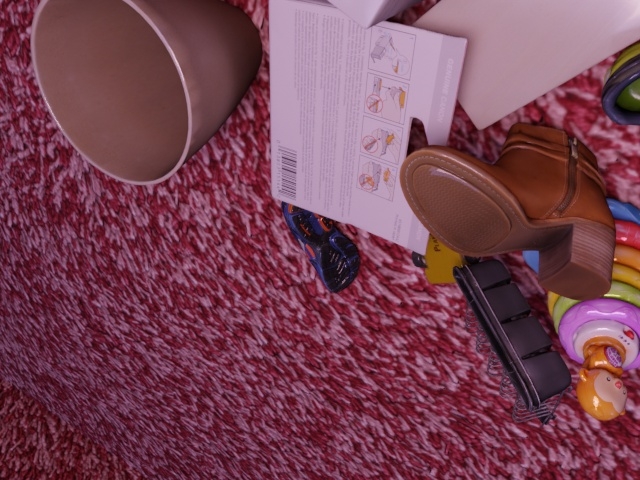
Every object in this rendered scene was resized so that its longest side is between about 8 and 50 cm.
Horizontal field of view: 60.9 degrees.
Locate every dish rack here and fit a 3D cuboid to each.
[{"bbox_3d":[0.272,0.163,0.790,0.074,0.208,0.271,-22,146,2],"label":"dish rack"}]

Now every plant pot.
[{"bbox_3d":[-0.209,-0.252,0.786,0.256,0.274,0.256,14,125,21],"label":"plant pot"}]

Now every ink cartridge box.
[{"bbox_3d":[0.053,-0.153,0.719,0.261,0.066,0.296,23,132,23],"label":"ink cartridge box"}]

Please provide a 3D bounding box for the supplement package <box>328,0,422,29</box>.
[{"bbox_3d":[0.076,-0.342,0.582,0.139,0.244,0.134,39,130,3],"label":"supplement package"}]

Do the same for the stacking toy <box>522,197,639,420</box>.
[{"bbox_3d":[0.346,0.096,0.668,0.175,0.302,0.166,44,131,-5],"label":"stacking toy"}]

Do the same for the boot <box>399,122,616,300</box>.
[{"bbox_3d":[0.231,-0.080,0.644,0.283,0.220,0.109,25,142,-7],"label":"boot"}]

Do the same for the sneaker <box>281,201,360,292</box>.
[{"bbox_3d":[0.000,0.000,0.966,0.087,0.083,0.221,32,153,57],"label":"sneaker"}]

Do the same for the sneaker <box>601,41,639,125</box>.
[{"bbox_3d":[0.430,-0.169,0.538,0.300,0.121,0.111,-11,113,48],"label":"sneaker"}]

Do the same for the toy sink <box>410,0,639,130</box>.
[{"bbox_3d":[0.249,-0.261,0.610,0.234,0.131,0.153,-30,102,44],"label":"toy sink"}]

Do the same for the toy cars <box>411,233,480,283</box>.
[{"bbox_3d":[0.100,-0.093,0.839,0.393,0.087,0.176,37,135,10],"label":"toy cars"}]
